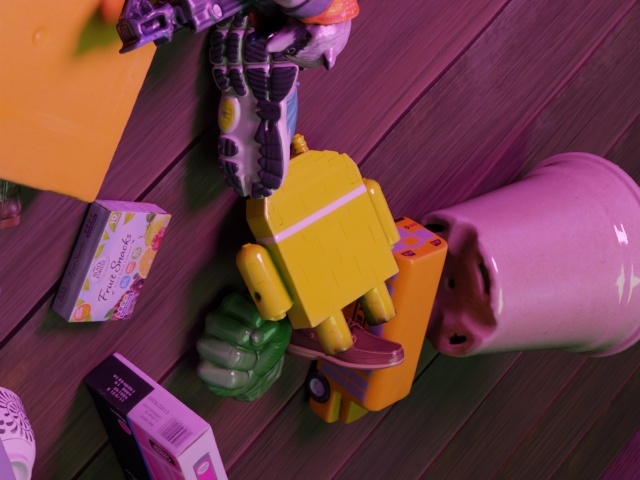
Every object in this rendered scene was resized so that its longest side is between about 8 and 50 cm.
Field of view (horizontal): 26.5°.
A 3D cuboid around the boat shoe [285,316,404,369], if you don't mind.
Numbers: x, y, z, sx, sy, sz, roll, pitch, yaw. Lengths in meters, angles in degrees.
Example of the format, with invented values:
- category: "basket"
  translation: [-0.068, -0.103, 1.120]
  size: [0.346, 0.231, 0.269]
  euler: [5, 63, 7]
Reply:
- category: "boat shoe"
  translation: [0.031, 0.139, 1.906]
  size: [0.064, 0.178, 0.060]
  euler: [-40, 136, -64]

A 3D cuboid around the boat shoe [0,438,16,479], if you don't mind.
- category: "boat shoe"
  translation: [-0.415, 0.164, 1.343]
  size: [0.136, 0.157, 0.367]
  euler: [-68, 146, -69]

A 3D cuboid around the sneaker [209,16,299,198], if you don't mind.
- category: "sneaker"
  translation: [-0.069, -0.186, 1.578]
  size: [0.110, 0.107, 0.275]
  euler: [-62, 162, -62]

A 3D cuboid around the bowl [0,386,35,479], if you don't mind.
- category: "bowl"
  translation: [-0.379, 0.256, 1.528]
  size: [0.170, 0.080, 0.170]
  euler: [-33, 140, -33]

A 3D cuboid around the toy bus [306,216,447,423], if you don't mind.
- category: "toy bus"
  translation: [0.080, 0.129, 1.998]
  size: [0.108, 0.130, 0.332]
  euler: [-21, 133, -44]

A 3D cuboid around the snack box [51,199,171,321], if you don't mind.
- category: "snack box"
  translation: [-0.239, 0.024, 1.558]
  size: [0.100, 0.037, 0.141]
  euler: [2, 115, -53]

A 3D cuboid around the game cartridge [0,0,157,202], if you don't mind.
- category: "game cartridge"
  translation: [-0.279, -0.197, 1.280]
  size: [0.324, 0.053, 0.285]
  euler: [17, 96, -59]

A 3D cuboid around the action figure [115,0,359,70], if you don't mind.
- category: "action figure"
  translation: [-0.062, -0.307, 1.340]
  size: [0.341, 0.179, 0.330]
  euler: [-47, 125, -42]

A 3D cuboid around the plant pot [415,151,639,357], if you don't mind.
- category: "plant pot"
  translation: [0.300, 0.046, 2.093]
  size: [0.305, 0.334, 0.333]
  euler: [-11, 127, -36]

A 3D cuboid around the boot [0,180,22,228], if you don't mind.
- category: "boot"
  translation: [-0.339, -0.062, 1.352]
  size: [0.106, 0.037, 0.114]
  euler: [-20, 130, -47]

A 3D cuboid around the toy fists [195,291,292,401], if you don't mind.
- category: "toy fists"
  translation: [-0.060, 0.090, 1.807]
  size: [0.279, 0.096, 0.142]
  euler: [-50, 145, -9]

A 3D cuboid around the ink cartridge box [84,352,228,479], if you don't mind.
- category: "ink cartridge box"
  translation: [-0.185, 0.310, 1.749]
  size: [0.069, 0.176, 0.371]
  euler: [-42, 145, -23]

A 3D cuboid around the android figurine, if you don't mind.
- category: "android figurine"
  translation: [0.000, 0.000, 1.731]
  size: [0.248, 0.056, 0.272]
  euler: [-33, 104, -35]
